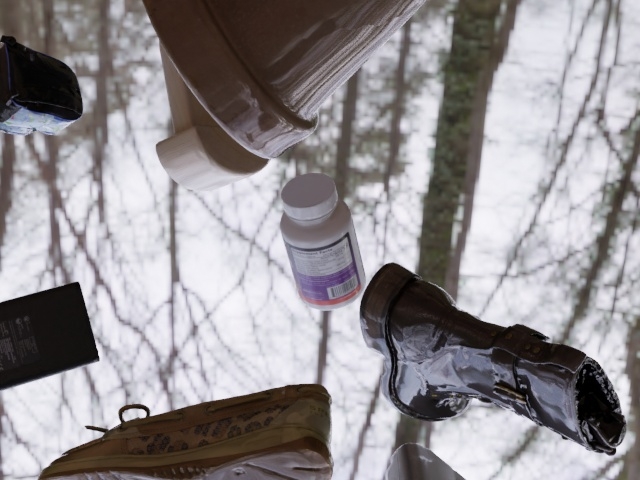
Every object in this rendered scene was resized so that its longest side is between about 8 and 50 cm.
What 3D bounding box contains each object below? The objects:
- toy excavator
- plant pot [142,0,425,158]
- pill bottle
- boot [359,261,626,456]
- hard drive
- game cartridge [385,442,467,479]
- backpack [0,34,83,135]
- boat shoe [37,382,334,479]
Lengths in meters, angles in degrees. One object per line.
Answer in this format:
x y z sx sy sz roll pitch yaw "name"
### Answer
-0.116 -0.327 1.665 0.222 0.433 0.445 -17 -164 44 "toy excavator"
-0.024 -0.249 1.350 0.229 0.263 0.263 -29 -158 17 "plant pot"
0.000 0.000 1.964 0.108 0.193 0.108 -8 -141 7 "pill bottle"
0.159 0.131 1.165 0.229 0.263 0.091 24 -108 31 "boot"
-0.319 0.107 1.473 0.135 0.094 0.022 -16 -177 -24 "hard drive"
0.191 0.334 1.363 0.294 0.060 0.196 40 -169 -5 "game cartridge"
-0.357 -0.181 1.645 0.114 0.084 0.105 13 -123 -46 "backpack"
-0.121 0.197 1.222 0.285 0.105 0.089 -9 -135 15 "boat shoe"
